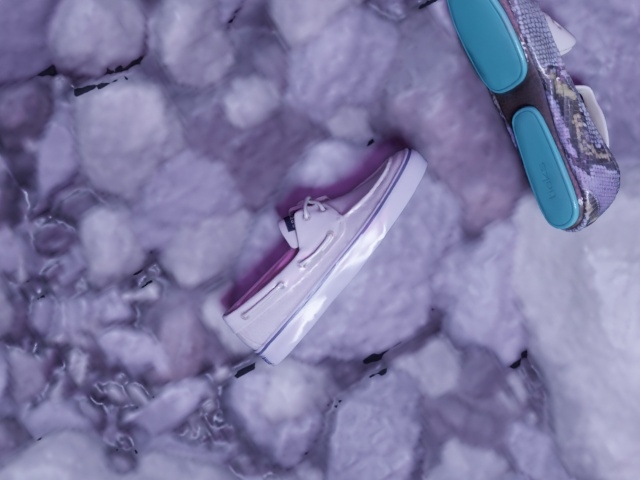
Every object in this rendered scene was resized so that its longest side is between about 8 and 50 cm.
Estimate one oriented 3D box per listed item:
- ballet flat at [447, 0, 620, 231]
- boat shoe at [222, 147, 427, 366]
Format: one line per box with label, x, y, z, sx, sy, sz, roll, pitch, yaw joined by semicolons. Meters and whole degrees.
ballet flat;0.085;-0.060;0.634;0.041;0.041;0.114;-24;92;-2
boat shoe;0.000;0.000;0.631;0.035;0.035;0.100;39;96;-5
